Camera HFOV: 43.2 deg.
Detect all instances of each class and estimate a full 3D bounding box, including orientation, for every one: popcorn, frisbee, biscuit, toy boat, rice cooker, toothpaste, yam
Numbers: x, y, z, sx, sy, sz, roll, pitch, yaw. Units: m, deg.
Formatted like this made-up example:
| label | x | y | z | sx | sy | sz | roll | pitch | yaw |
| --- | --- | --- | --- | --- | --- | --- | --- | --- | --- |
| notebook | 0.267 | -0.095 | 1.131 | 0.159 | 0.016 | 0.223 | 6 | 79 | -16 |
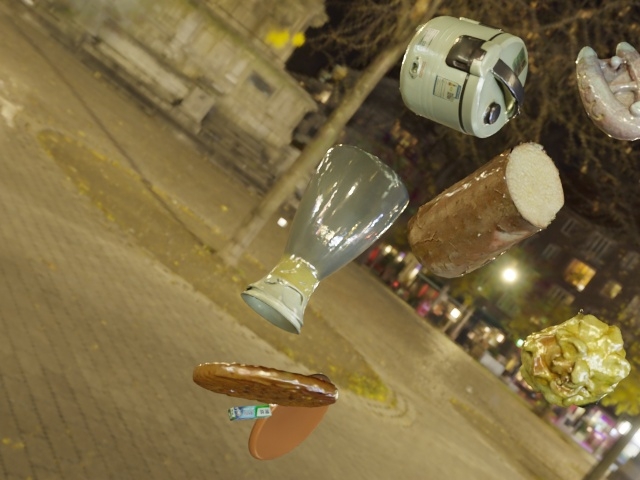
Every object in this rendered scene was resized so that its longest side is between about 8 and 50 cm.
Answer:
| label | x | y | z | sx | sy | sz | roll | pitch | yaw |
| --- | --- | --- | --- | --- | --- | --- | --- | --- | --- |
| popcorn | 0.624 | 0.296 | 2.008 | 0.252 | 0.286 | 0.215 | 17 | 54 | -29 |
| frisbee | -0.065 | 0.412 | 1.872 | 0.021 | 0.251 | 0.251 | 40 | 3 | 33 |
| biscuit | -0.069 | 0.187 | 1.027 | 0.188 | 0.027 | 0.188 | 7 | -20 | 3 |
| toy boat | 0.609 | -0.310 | 1.637 | 0.085 | 0.155 | 0.227 | 97 | -15 | -66 |
| rice cooker | 0.299 | -0.335 | 1.641 | 0.244 | 0.226 | 0.226 | 31 | -2 | 32 |
| toothpaste | -0.118 | 0.289 | 1.359 | 0.083 | 0.017 | 0.020 | 9 | 61 | -47 |
| yam | 0.229 | -0.034 | 1.152 | 0.129 | 0.238 | 0.128 | -2 | 69 | -34 |

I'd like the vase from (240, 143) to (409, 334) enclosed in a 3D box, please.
| label | x | y | z | sx | sy | sz | roll | pitch | yaw |
| --- | --- | --- | --- | --- | --- | --- | --- | --- | --- |
| vase | 0.000 | 0.000 | 1.405 | 0.173 | 0.321 | 0.173 | 34 | -18 | 12 |
